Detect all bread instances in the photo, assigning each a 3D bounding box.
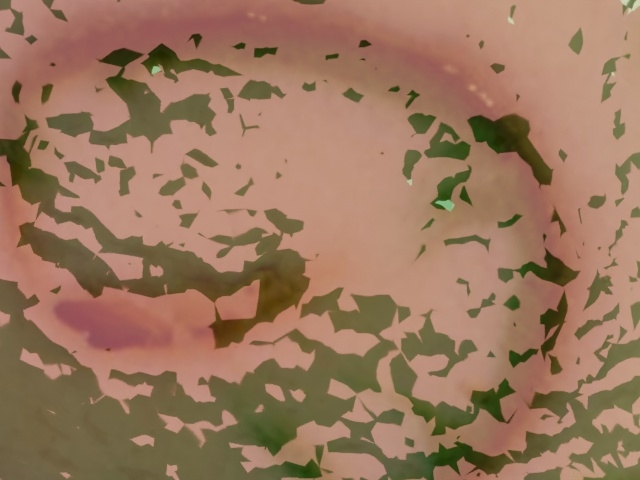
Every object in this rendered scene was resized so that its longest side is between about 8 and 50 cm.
[{"bbox_3d":[0.000,0.000,0.551,0.366,0.129,0.382,2,102,5],"label":"bread"}]
